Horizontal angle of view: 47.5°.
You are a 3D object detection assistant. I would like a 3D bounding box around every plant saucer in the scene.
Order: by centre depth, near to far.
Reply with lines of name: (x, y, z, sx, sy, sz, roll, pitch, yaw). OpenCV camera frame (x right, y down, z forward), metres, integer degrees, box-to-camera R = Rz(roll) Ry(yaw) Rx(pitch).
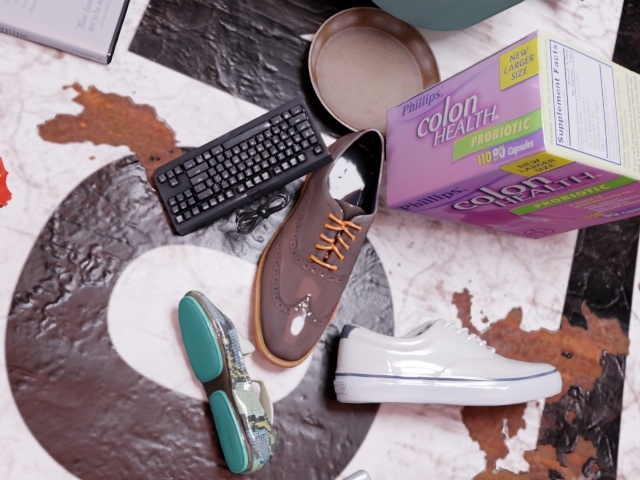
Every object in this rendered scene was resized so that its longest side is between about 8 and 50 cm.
plant saucer: (0.063, -0.197, 0.871, 0.168, 0.029, 0.168, 5, 74, -17)

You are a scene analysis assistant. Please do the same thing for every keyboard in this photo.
keyboard: (-0.078, -0.066, 0.761, 0.180, 0.023, 0.108, -26, 85, 5)

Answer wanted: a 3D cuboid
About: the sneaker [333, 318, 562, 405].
sneaker: (0.142, 0.129, 0.782, 0.258, 0.094, 0.091, 4, 80, -16)

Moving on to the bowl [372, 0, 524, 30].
bowl: (0.140, -0.371, 0.851, 0.311, 0.163, 0.312, 9, 64, -18)

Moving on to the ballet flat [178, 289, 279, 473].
ballet flat: (-0.089, 0.137, 0.733, 0.070, 0.070, 0.188, -15, 84, -20)

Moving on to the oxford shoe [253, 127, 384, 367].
oxford shoe: (0.000, 0.000, 0.766, 0.096, 0.098, 0.271, 21, 72, -12)

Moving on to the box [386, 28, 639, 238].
box: (0.229, -0.092, 0.768, 0.243, 0.213, 0.117, 11, 73, -33)

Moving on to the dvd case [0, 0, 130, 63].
dvd case: (-0.327, -0.309, 0.779, 0.253, 0.022, 0.180, 15, 73, -13)

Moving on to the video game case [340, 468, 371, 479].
video game case: (0.007, 0.370, 0.720, 0.193, 0.023, 0.212, -22, 85, -21)

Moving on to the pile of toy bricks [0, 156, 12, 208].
pile of toy bricks: (-0.366, 0.011, 0.660, 0.105, 0.118, 0.212, 46, 48, -32)
